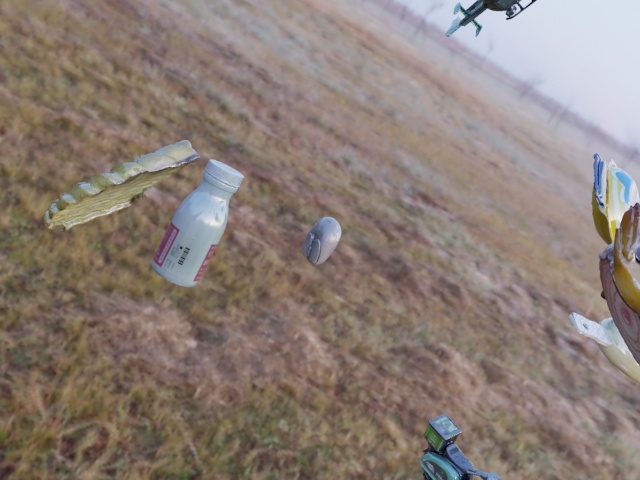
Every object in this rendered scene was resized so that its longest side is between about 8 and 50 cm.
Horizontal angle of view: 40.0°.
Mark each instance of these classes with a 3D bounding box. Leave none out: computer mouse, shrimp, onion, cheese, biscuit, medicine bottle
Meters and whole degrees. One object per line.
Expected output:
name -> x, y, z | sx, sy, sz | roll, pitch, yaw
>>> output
computer mouse -> -0.001, -0.001, 1.666 | 0.039, 0.096, 0.066 | 27, 12, -45
shrimp -> 0.426, -0.010, 1.058 | 0.150, 0.248, 0.068 | -3, -10, 11
onion -> 0.478, 0.079, 1.270 | 0.195, 0.140, 0.218 | 61, 1, 3
cheese -> 0.522, -0.069, 1.576 | 0.069, 0.176, 0.270 | -5, -20, 30
cheese -> 0.508, 0.173, 1.530 | 0.252, 0.054, 0.127 | 24, 37, -37
biscuit -> -0.292, -0.067, 1.210 | 0.187, 0.274, 0.036 | -26, 92, -38
medicine bottle -> -0.210, -0.031, 1.526 | 0.090, 0.216, 0.090 | 27, 10, -5

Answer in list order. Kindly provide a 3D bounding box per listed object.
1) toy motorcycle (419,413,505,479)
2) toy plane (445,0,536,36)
toy motorcycle -> 0.213, 0.348, 1.288 | 0.058, 0.100, 0.173 | -13, 45, -36
toy plane -> 0.287, -0.399, 1.420 | 0.060, 0.235, 0.096 | 35, 43, -24
